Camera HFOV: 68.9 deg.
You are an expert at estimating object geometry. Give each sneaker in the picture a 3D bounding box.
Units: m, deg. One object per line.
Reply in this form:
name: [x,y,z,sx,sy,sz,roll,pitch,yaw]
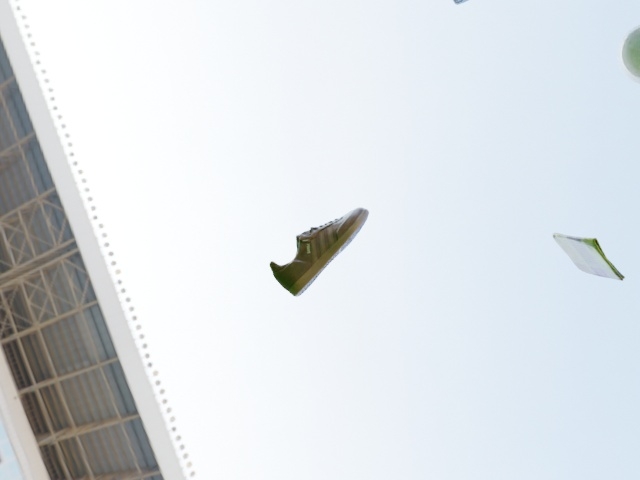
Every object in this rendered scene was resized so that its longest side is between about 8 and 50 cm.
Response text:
sneaker: [0.000,0.000,0.734,0.071,0.188,0.066,41,-22,8]

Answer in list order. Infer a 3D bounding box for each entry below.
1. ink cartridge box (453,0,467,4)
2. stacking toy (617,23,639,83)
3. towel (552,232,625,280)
ink cartridge box: [0.391,-0.682,0.918,0.395,0.270,0.151,-2,-120,50]
stacking toy: [0.809,-0.302,0.930,0.479,0.351,0.351,27,-59,-7]
towel: [0.299,0.016,0.525,0.009,0.083,0.060,-40,-86,2]
